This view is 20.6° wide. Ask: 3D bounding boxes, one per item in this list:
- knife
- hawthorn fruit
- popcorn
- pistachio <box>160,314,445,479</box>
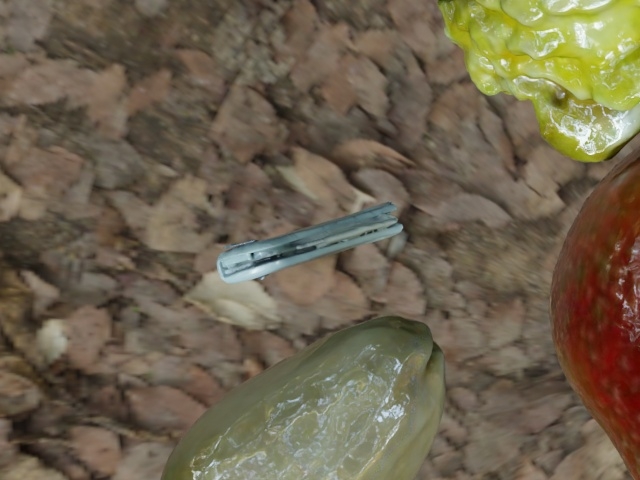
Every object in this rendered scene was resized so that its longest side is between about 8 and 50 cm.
[{"bbox_3d":[0.000,0.000,1.006,0.044,0.162,0.023,-13,92,31],"label":"knife"},{"bbox_3d":[0.389,0.060,1.461,0.403,0.403,0.402,-1,86,13],"label":"hawthorn fruit"},{"bbox_3d":[0.220,-0.181,1.369,0.206,0.237,0.251,-22,39,-25],"label":"popcorn"},{"bbox_3d":[-0.007,0.113,0.950,0.185,0.126,0.108,-37,114,13],"label":"pistachio"}]
